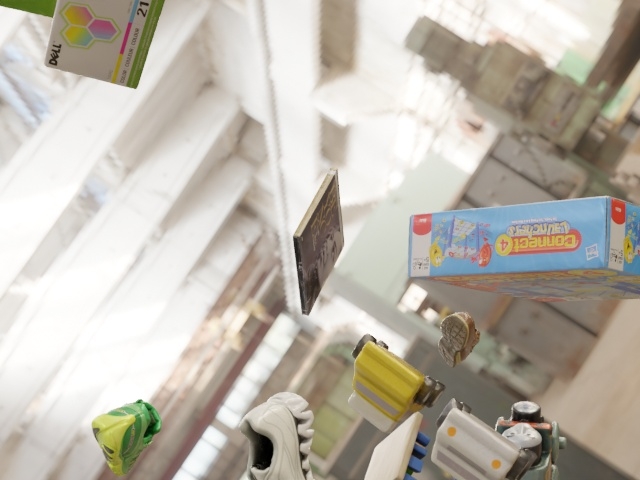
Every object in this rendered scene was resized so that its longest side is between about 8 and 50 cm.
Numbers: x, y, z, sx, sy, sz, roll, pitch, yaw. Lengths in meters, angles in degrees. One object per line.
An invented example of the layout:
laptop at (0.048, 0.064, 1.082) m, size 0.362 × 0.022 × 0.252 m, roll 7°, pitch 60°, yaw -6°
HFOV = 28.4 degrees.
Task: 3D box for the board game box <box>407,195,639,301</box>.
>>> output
board game box at (0.327, 0.019, 1.659) m, size 0.302 × 0.308 × 0.086 m, roll 11°, pitch -101°, yaw -43°

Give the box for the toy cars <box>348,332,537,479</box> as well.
toy cars at (0.120, 0.204, 1.417) m, size 0.087 × 0.176 × 0.394 m, roll -55°, pitch 26°, yaw -1°

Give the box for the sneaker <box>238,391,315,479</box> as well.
sneaker at (-0.058, 0.390, 1.977) m, size 0.110 × 0.292 × 0.118 m, roll -15°, pitch 0°, yaw 36°

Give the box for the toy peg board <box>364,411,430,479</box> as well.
toy peg board at (0.154, 0.433, 2.371) m, size 0.160 × 0.079 × 0.161 m, roll -49°, pitch 12°, yaw 44°

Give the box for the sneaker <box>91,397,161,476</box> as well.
sneaker at (-0.352, 0.366, 2.362) m, size 0.124 × 0.109 × 0.295 m, roll -26°, pitch -9°, yaw -13°

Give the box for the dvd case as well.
dvd case at (0.000, 0.000, 2.182) m, size 0.221 × 0.018 × 0.164 m, roll -63°, pitch -27°, yaw -52°

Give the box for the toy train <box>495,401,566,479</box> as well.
toy train at (0.361, 0.461, 2.254) m, size 0.190 × 0.142 × 0.333 m, roll -52°, pitch -36°, yaw -68°

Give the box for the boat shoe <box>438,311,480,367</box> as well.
boat shoe at (0.258, 0.171, 2.312) m, size 0.060 × 0.064 × 0.178 m, roll -30°, pitch -23°, yaw -16°

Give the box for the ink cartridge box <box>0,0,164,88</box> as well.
ink cartridge box at (-0.341, -0.321, 1.659) m, size 0.189 × 0.255 × 0.097 m, roll 119°, pitch 160°, yaw -50°
